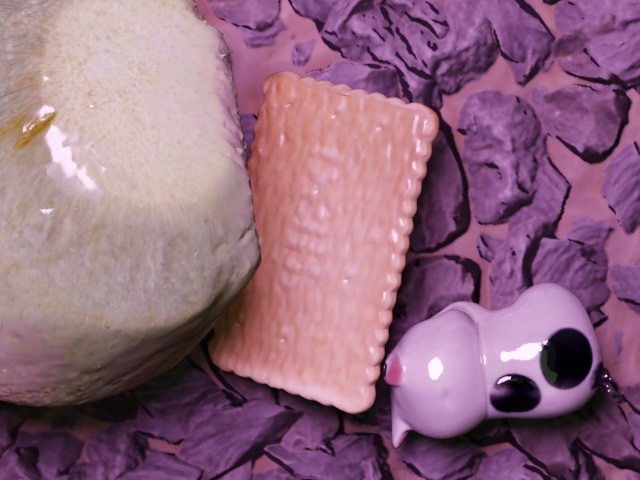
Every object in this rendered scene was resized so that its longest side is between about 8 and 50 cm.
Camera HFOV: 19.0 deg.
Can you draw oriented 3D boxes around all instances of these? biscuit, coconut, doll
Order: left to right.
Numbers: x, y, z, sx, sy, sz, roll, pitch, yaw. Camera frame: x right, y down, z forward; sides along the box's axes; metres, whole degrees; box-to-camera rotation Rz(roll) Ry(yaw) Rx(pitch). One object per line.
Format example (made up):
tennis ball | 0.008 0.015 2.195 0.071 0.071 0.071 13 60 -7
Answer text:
coconut | -0.189 -0.037 1.391 0.281 0.328 0.328 -29 106 -35
biscuit | 0.001 0.000 1.510 0.160 0.030 0.250 16 98 28
doll | 0.138 0.101 1.555 0.180 0.107 0.110 -10 123 -2
